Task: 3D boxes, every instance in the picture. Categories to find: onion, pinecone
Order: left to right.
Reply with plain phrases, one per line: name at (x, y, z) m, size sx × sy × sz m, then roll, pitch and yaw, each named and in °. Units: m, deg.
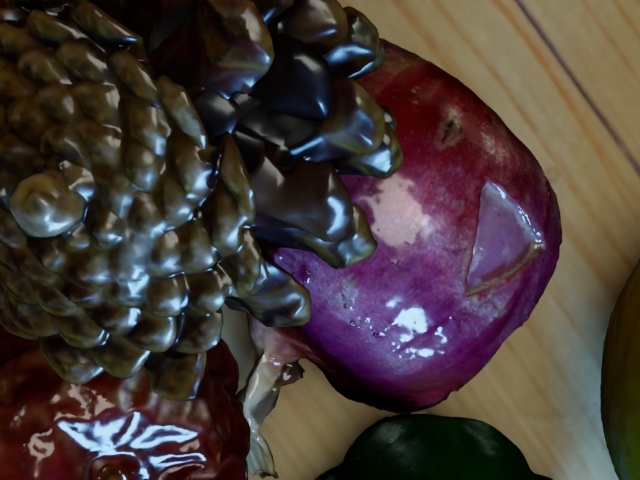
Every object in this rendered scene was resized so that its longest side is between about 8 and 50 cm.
pinecone at (-0.070, -0.051, 0.823) m, size 0.264 × 0.264 × 0.264 m, roll 0°, pitch 89°, yaw -11°
onion at (0.012, -0.028, 1.037) m, size 0.230 × 0.256 × 0.272 m, roll 44°, pitch 52°, yaw -23°

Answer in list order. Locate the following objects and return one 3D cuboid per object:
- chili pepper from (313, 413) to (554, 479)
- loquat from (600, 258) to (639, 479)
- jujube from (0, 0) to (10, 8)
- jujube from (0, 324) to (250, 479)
chili pepper at (0.087, 0.251, 1.047) m, size 0.248 × 0.257 × 0.233 m, roll 24°, pitch 97°, yaw -11°
loquat at (0.335, 0.102, 1.097) m, size 0.276 × 0.276 × 0.284 m, roll 0°, pitch 108°, yaw -11°
jujube at (-0.160, -0.273, 1.033) m, size 0.197 × 0.197 × 0.290 m, roll 1°, pitch 103°, yaw -11°
jujube at (-0.143, 0.121, 0.980) m, size 0.213 × 0.232 × 0.213 m, roll -3°, pitch 100°, yaw -21°
